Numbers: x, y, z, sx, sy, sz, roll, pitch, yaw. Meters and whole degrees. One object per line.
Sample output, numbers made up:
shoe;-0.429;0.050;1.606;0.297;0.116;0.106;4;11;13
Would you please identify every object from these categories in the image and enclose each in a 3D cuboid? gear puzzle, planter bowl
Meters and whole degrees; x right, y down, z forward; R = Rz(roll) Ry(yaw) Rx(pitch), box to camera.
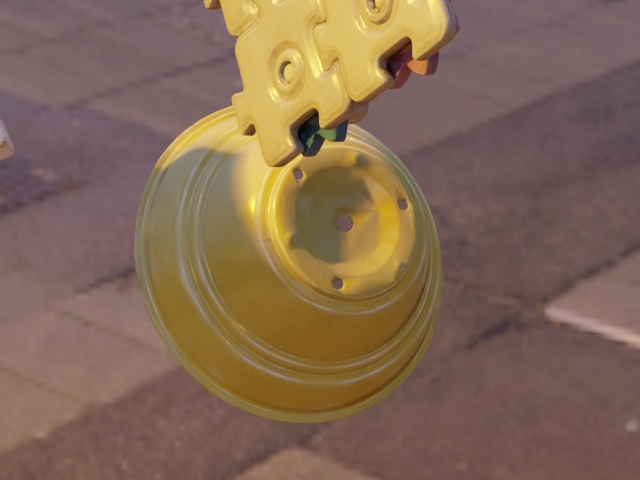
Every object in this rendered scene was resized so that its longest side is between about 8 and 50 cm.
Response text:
gear puzzle;-0.013;-0.217;0.943;0.044;0.339;0.175;-1;-23;-38
planter bowl;0.000;0.000;1.101;0.217;0.217;0.090;-9;-11;-27

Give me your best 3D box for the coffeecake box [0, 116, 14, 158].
coffeecake box;-0.176;-0.085;0.661;0.068;0.142;0.185;-25;5;-8
